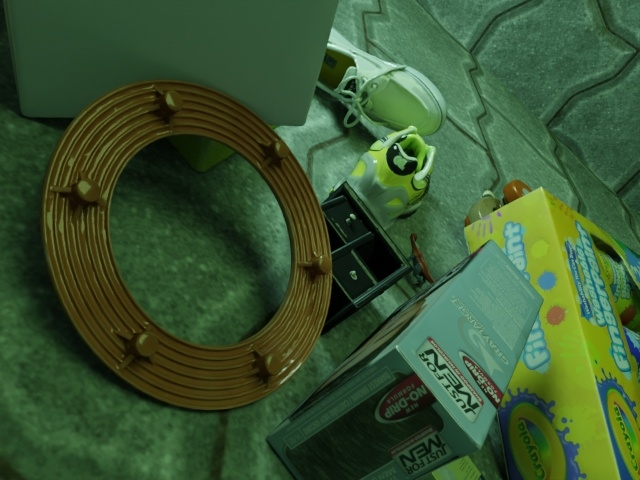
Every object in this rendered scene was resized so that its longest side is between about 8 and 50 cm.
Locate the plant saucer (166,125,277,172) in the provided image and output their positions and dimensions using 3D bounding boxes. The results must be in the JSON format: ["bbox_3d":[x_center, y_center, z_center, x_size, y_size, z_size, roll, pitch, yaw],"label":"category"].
[{"bbox_3d":[-0.152,-0.210,0.849,0.188,0.045,0.188,49,52,2],"label":"plant saucer"}]

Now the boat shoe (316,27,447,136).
[{"bbox_3d":[0.069,-0.301,1.201,0.367,0.136,0.156,35,37,1],"label":"boat shoe"}]

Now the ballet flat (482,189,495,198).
[{"bbox_3d":[0.426,-0.056,1.470,0.057,0.049,0.173,23,37,-37],"label":"ballet flat"}]

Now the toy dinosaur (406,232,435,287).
[{"bbox_3d":[0.162,0.031,1.008,0.047,0.090,0.082,-18,113,-47],"label":"toy dinosaur"}]

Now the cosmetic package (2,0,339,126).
[{"bbox_3d":[-0.177,-0.383,0.711,0.329,0.327,0.394,-1,50,-20],"label":"cosmetic package"}]

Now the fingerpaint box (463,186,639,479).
[{"bbox_3d":[0.428,0.192,0.975,0.371,0.163,0.445,24,50,-34],"label":"fingerpaint box"}]

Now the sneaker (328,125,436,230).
[{"bbox_3d":[0.149,-0.123,1.099,0.145,0.147,0.385,44,27,-2],"label":"sneaker"}]

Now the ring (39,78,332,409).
[{"bbox_3d":[-0.103,-0.006,0.623,0.336,0.032,0.337,17,65,-41],"label":"ring"}]

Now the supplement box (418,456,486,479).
[{"bbox_3d":[0.127,0.263,0.700,0.083,0.056,0.083,54,30,12],"label":"supplement box"}]

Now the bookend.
[{"bbox_3d":[0.020,0.017,0.822,0.157,0.072,0.156,54,37,9],"label":"bookend"}]

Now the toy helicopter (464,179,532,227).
[{"bbox_3d":[0.426,0.061,1.250,0.355,0.140,0.235,48,34,0],"label":"toy helicopter"}]

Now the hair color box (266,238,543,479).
[{"bbox_3d":[0.120,0.135,0.714,0.113,0.185,0.374,51,30,6],"label":"hair color box"}]
